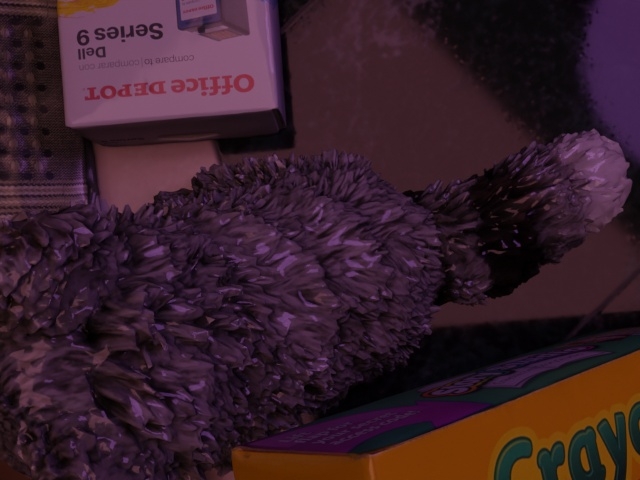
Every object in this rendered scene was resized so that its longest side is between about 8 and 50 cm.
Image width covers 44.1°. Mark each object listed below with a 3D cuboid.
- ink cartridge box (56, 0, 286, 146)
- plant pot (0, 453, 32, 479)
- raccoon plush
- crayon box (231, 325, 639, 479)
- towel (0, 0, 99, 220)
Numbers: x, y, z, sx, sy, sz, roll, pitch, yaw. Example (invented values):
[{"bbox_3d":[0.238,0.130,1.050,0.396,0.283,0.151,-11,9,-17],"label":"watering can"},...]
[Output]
[{"bbox_3d":[-0.111,-0.185,0.594,0.154,0.093,0.212,-4,89,1],"label":"ink cartridge box"},{"bbox_3d":[-0.307,0.202,0.553,0.110,0.237,0.237,-31,86,40],"label":"plant pot"},{"bbox_3d":[0.000,0.000,0.478,0.446,0.299,0.216,-34,87,0],"label":"raccoon plush"},{"bbox_3d":[0.143,0.227,0.453,0.106,0.363,0.313,-10,87,47],"label":"crayon box"},{"bbox_3d":[-0.332,-0.091,0.574,0.324,0.056,0.312,-4,87,-20],"label":"towel"}]
